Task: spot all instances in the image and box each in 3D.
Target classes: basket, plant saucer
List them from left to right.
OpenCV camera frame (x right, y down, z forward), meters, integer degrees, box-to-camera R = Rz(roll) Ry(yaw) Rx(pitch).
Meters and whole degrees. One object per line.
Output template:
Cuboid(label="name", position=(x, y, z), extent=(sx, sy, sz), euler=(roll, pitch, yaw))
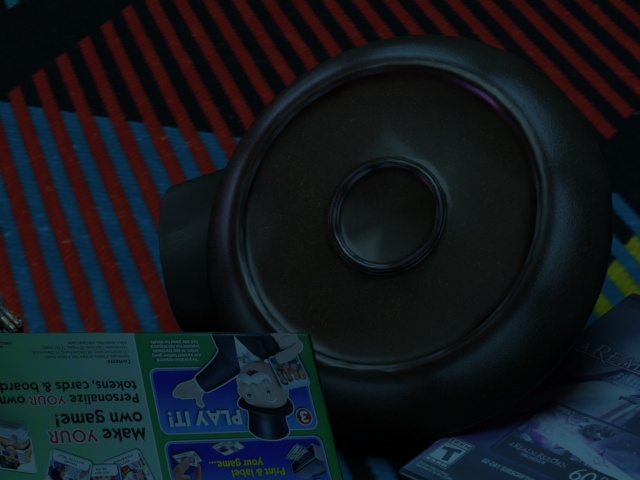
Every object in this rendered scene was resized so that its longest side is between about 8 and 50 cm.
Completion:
Cuboid(label="basket", position=(0.000, 0.000, 1.548), extent=(0.227, 0.204, 0.154), euler=(-8, -16, 13))
Cuboid(label="plant saucer", position=(0.054, -0.012, 1.428), extent=(0.311, 0.050, 0.310), euler=(-6, 71, 18))

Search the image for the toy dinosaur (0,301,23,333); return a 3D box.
Cuboid(label="toy dinosaur", position=(-0.235, 0.125, 1.301), extent=(0.164, 0.218, 0.321), euler=(-3, 66, -22))

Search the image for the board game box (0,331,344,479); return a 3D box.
Cuboid(label="board game box", position=(-0.128, 0.159, 1.186), extent=(0.317, 0.046, 0.213), euler=(2, 63, -32))

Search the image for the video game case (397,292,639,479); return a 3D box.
Cuboid(label="video game case", position=(0.217, 0.134, 1.393), extent=(0.196, 0.026, 0.274), euler=(21, 42, 40))
